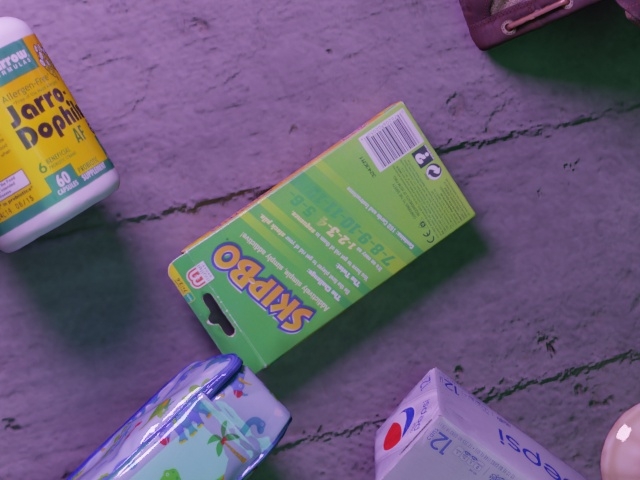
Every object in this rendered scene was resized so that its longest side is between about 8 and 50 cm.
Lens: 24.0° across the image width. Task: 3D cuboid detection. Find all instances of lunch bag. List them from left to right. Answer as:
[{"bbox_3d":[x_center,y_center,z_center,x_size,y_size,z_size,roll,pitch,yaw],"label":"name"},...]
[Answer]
[{"bbox_3d":[-0.133,0.189,1.214,0.219,0.176,0.090,-44,95,-13],"label":"lunch bag"}]

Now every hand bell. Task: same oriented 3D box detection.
[{"bbox_3d":[0.351,0.212,1.304,0.126,0.242,0.126,0,90,-14],"label":"hand bell"}]

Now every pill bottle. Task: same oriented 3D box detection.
[{"bbox_3d":[-0.260,-0.105,1.209,0.117,0.117,0.208,-32,97,-13],"label":"pill bottle"}]

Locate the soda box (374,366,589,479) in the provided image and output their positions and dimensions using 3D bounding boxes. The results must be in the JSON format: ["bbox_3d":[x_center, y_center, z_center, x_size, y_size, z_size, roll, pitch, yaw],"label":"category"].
[{"bbox_3d":[0.183,0.241,1.322,0.286,0.098,0.091,36,107,-12],"label":"soda box"}]

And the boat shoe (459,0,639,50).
[{"bbox_3d":[0.281,-0.238,1.296,0.342,0.123,0.123,-12,104,19],"label":"boat shoe"}]

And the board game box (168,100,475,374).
[{"bbox_3d":[0.000,0.000,1.320,0.259,0.039,0.124,-36,98,-15],"label":"board game box"}]
